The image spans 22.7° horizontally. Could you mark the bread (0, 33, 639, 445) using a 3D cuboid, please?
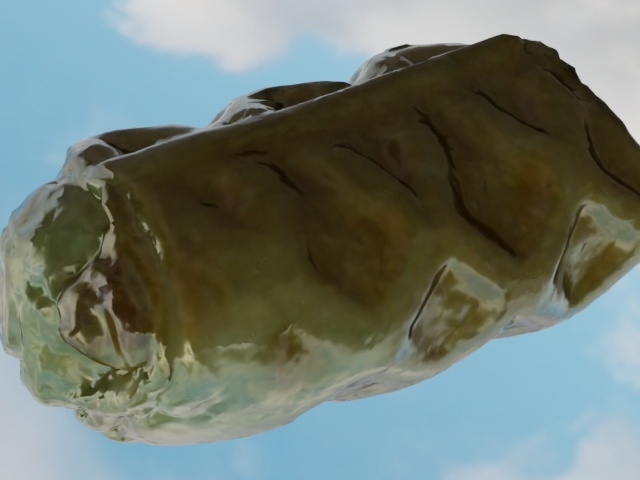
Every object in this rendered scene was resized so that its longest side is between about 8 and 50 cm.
[{"bbox_3d":[0.000,0.000,0.640,0.267,0.130,0.152,-20,-158,-33],"label":"bread"}]
